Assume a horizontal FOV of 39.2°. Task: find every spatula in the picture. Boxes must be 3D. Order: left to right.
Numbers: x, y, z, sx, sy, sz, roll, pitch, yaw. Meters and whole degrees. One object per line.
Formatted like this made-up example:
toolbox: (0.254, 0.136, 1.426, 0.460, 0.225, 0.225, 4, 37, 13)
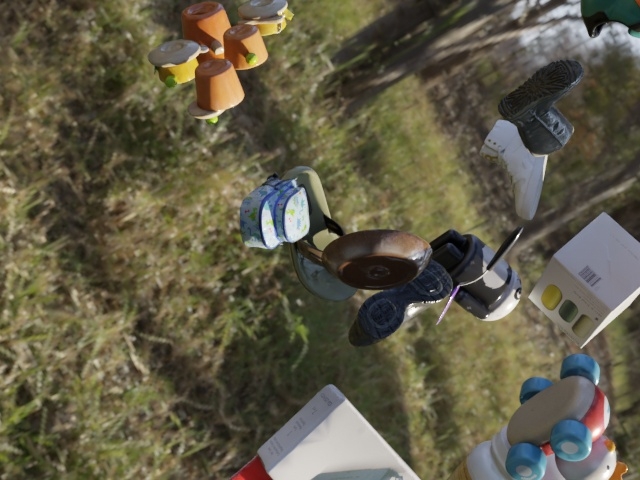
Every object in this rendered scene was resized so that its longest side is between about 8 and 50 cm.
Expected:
spatula: (0.355, 0.074, 2.019, 0.030, 0.296, 0.084, 44, 24, 5)

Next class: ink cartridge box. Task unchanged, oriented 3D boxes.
ink cartridge box: (0.015, 0.383, 1.203, 0.296, 0.261, 0.066, 49, -5, -20)

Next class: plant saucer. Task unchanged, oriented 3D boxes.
plant saucer: (0.101, 0.043, 1.599, 0.198, 0.199, 0.036, 47, 37, -52)

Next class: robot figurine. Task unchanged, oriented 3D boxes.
robot figurine: (0.410, 0.092, 2.391, 0.278, 0.209, 0.173, 39, -11, -17)

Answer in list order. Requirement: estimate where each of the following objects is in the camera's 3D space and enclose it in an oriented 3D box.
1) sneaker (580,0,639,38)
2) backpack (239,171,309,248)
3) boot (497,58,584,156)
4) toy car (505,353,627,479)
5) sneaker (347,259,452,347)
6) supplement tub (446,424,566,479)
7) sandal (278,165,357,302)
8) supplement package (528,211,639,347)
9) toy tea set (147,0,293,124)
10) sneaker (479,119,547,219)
sneaker: (0.617, -0.427, 1.616, 0.108, 0.302, 0.121, -15, 105, -48)
backpack: (-0.073, -0.041, 1.445, 0.114, 0.084, 0.105, -36, 128, -50)
boot: (0.463, -0.255, 1.784, 0.208, 0.190, 0.076, 32, 39, -46)
toy car: (0.499, 0.384, 1.702, 0.238, 0.210, 0.219, 41, 39, -10)
sneaker: (0.161, 0.132, 1.899, 0.109, 0.286, 0.130, 55, -35, 11)
supplement tub: (0.353, 0.555, 1.832, 0.228, 0.316, 0.228, 30, 21, -12)
sandal: (-0.002, 0.000, 1.741, 0.086, 0.120, 0.302, 22, -39, 52)
supplement package: (0.699, 0.107, 2.310, 0.199, 0.198, 0.262, 46, -19, 19)
toy tea set: (-0.169, -0.292, 1.505, 0.336, 0.200, 0.124, -68, 155, -49)
sneaker: (0.485, -0.184, 2.293, 0.108, 0.169, 0.292, 75, 27, -56)
